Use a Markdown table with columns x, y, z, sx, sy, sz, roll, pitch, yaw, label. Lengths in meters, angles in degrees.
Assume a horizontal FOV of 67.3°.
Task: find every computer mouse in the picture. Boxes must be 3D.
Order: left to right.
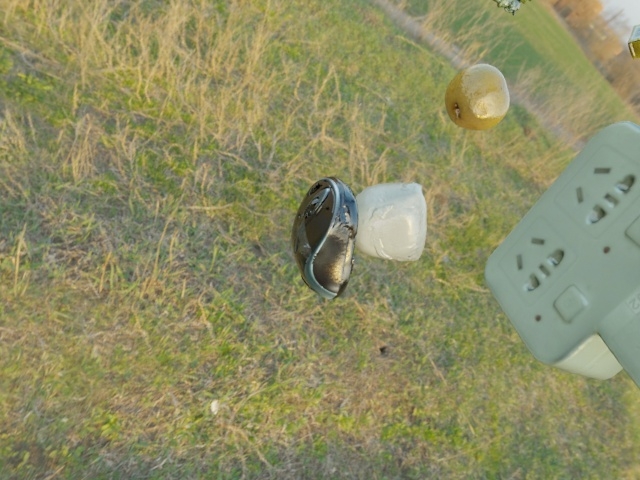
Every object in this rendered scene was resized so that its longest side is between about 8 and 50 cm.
| x | y | z | sx | sy | sz | roll | pitch | yaw | label |
| --- | --- | --- | --- | --- | --- | --- | --- | --- | --- |
| 0.000 | 0.000 | 0.857 | 0.096 | 0.233 | 0.137 | -8 | 34 | -21 | computer mouse |

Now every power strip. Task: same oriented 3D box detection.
| x | y | z | sx | sy | sz | roll | pitch | yaw | label |
| --- | --- | --- | --- | --- | --- | --- | --- | --- | --- |
| 0.316 | 0.045 | 0.464 | 0.141 | 0.229 | 0.261 | 18 | 30 | -23 | power strip |

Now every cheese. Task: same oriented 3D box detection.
| x | y | z | sx | sy | sz | roll | pitch | yaw | label |
| --- | --- | --- | --- | --- | --- | --- | --- | --- | --- |
| 0.158 | -0.048 | 1.158 | 0.189 | 0.198 | 0.154 | 0 | 31 | 9 | cheese |

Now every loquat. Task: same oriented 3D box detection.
| x | y | z | sx | sy | sz | roll | pitch | yaw | label |
| --- | --- | --- | --- | --- | --- | --- | --- | --- | --- |
| 0.506 | -0.458 | 1.554 | 0.208 | 0.208 | 0.208 | 26 | 42 | -26 | loquat |

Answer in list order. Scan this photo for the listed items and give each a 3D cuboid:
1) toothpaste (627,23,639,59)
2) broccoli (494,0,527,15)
| x | y | z | sx | sy | sz | roll | pitch | yaw | label |
| --- | --- | --- | --- | --- | --- | --- | --- | --- | --- |
| 0.966 | -0.549 | 1.213 | 0.071 | 0.313 | 0.089 | 46 | 63 | -30 | toothpaste |
| 0.344 | -0.516 | 0.782 | 0.245 | 0.288 | 0.248 | 159 | -94 | -85 | broccoli |
